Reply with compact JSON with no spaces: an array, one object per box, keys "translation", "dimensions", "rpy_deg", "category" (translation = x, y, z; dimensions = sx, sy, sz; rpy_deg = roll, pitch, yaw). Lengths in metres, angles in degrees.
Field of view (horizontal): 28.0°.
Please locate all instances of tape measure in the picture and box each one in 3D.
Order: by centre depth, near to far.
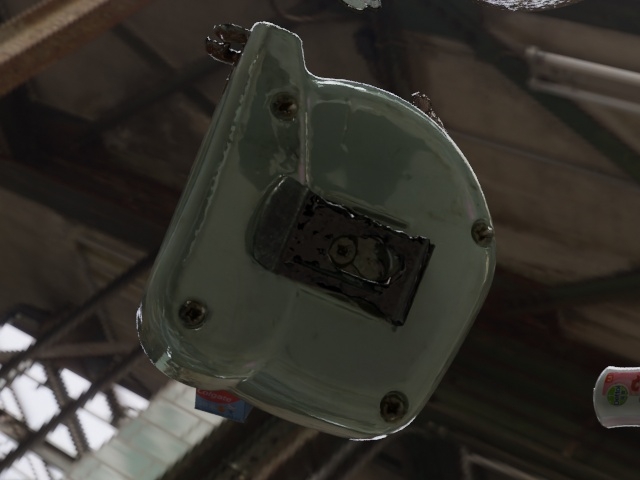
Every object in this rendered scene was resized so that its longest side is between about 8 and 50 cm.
[{"translation":[-0.001,0.000,0.889],"dimensions":[0.125,0.246,0.243],"rpy_deg":[135,155,-73],"category":"tape measure"}]

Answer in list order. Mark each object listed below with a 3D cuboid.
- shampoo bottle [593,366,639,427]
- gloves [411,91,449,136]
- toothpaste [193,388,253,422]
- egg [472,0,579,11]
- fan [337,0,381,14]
[{"translation":[0.349,0.173,1.424],"dimensions":[0.043,0.099,0.072],"rpy_deg":[36,-121,-44],"category":"shampoo bottle"},{"translation":[0.110,-0.088,1.468],"dimensions":[0.110,0.094,0.144],"rpy_deg":[70,-157,-64],"category":"gloves"},{"translation":[-0.050,0.100,1.213],"dimensions":[0.193,0.070,0.044],"rpy_deg":[-55,-24,-58],"category":"toothpaste"},{"translation":[0.202,-0.380,1.232],"dimensions":[0.340,0.355,0.354],"rpy_deg":[-87,-15,-51],"category":"egg"},{"translation":[0.003,-0.156,0.702],"dimensions":[0.056,0.083,0.004],"rpy_deg":[-56,2,-40],"category":"fan"}]
